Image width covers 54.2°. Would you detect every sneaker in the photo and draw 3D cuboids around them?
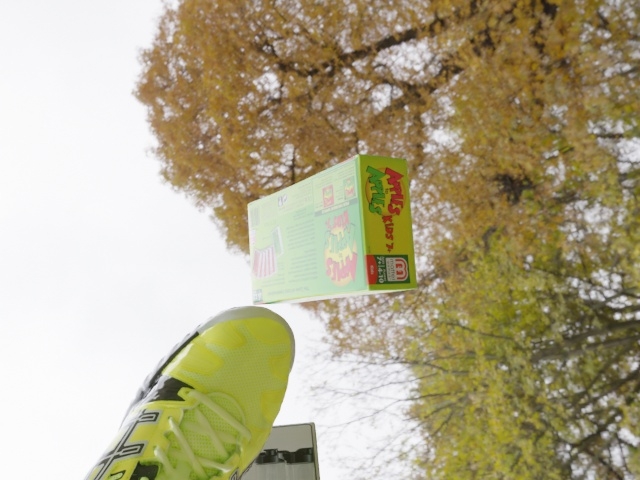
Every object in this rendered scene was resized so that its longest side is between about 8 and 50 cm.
[{"bbox_3d":[-0.138,0.227,0.559,0.145,0.147,0.385,41,-108,-17],"label":"sneaker"}]

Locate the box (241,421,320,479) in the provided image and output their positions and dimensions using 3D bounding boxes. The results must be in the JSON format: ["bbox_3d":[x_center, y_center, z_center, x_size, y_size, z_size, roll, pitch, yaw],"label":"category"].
[{"bbox_3d":[-0.079,0.409,0.936,0.290,0.169,0.087,-97,4,-64],"label":"box"}]

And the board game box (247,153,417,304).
[{"bbox_3d":[0.000,0.000,0.495,0.043,0.181,0.092,0,-98,-31],"label":"board game box"}]
